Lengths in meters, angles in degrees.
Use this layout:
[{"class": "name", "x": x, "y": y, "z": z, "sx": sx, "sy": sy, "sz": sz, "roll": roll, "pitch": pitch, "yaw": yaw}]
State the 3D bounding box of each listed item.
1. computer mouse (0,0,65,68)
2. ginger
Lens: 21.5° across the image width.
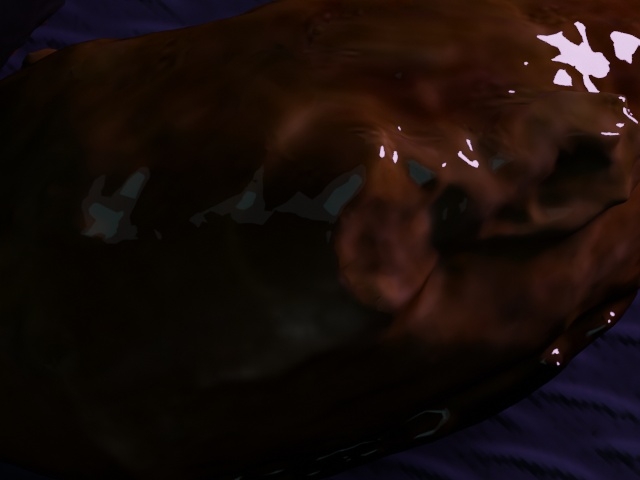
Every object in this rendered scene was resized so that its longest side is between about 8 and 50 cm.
[{"class": "computer mouse", "x": -0.162, "y": -0.131, "z": 0.611, "sx": 0.116, "sy": 0.183, "sz": 0.323, "roll": 32, "pitch": 77, "yaw": 39}, {"class": "ginger", "x": 0.000, "y": 0.000, "z": 0.563, "sx": 0.321, "sy": 0.172, "sz": 0.165, "roll": -13, "pitch": 111, "yaw": -1}]
